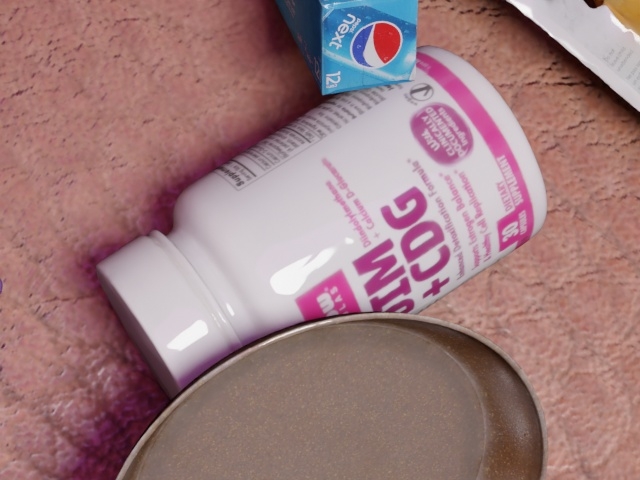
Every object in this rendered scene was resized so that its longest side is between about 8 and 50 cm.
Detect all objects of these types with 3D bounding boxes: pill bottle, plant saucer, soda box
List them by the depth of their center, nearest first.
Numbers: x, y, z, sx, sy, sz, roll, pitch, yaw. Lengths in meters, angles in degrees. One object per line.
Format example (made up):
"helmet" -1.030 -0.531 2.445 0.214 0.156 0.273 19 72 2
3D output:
"plant saucer" 0.001 0.170 0.933 0.311 0.050 0.310 -10 121 -17
"pill bottle" 0.000 0.000 0.972 0.283 0.160 0.160 -33 89 -13
"soda box" 0.005 -0.189 0.984 0.067 0.071 0.210 -11 41 -12

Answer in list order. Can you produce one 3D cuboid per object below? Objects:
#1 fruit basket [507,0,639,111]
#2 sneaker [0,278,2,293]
"fruit basket" 0.267 -0.274 1.046 0.353 0.165 0.327 39 76 -14
"sneaker" -0.284 0.119 0.942 0.104 0.095 0.236 40 82 -10
